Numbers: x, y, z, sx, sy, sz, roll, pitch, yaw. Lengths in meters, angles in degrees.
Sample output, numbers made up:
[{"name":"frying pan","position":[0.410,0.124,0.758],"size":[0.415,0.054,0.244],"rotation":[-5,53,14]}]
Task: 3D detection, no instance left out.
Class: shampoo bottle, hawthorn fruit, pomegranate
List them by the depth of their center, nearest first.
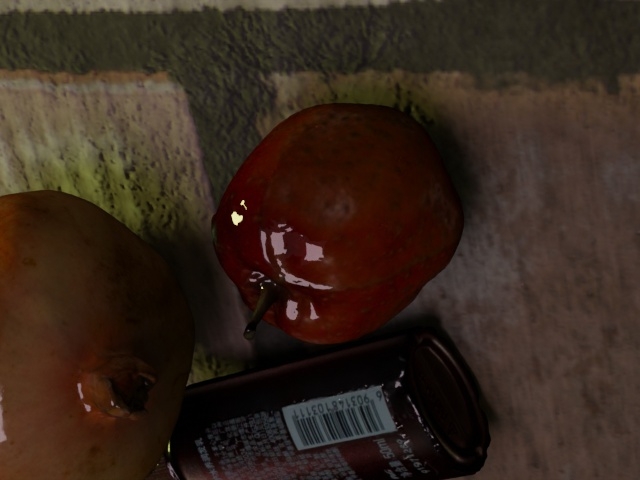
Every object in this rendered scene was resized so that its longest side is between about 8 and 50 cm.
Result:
[{"name":"hawthorn fruit","position":[0.000,0.000,1.054],"size":[0.157,0.194,0.157],"rotation":[27,143,22]},{"name":"pomegranate","position":[-0.206,0.092,1.178],"size":[0.229,0.252,0.270],"rotation":[32,160,-30]},{"name":"shampoo bottle","position":[-0.026,0.156,1.254],"size":[0.323,0.084,0.129],"rotation":[-19,110,38]}]
